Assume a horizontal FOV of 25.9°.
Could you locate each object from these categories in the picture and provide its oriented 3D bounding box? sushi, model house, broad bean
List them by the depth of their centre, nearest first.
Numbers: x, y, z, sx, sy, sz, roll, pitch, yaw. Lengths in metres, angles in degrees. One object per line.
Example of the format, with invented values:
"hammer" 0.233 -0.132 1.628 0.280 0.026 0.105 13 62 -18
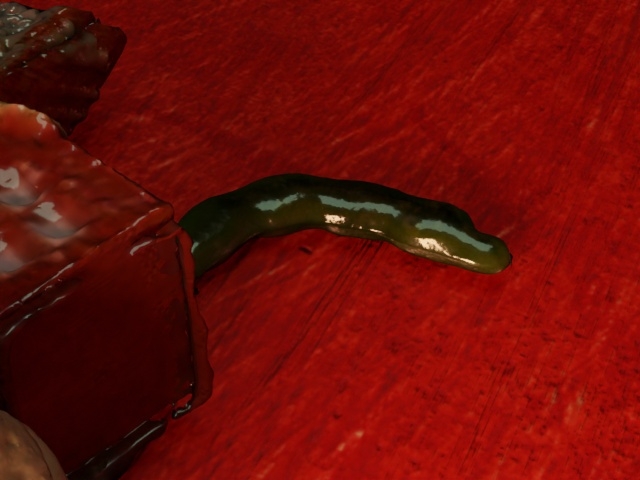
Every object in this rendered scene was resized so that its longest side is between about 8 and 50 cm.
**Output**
"model house" -0.209 0.026 0.925 0.160 0.196 0.254 -34 54 -25
"broad bean" 0.000 0.000 1.114 0.291 0.049 0.144 -10 50 -16
"sushi" -0.313 -0.111 1.132 0.130 0.124 0.332 33 45 32

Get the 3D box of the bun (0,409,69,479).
"bun" -0.239 0.214 0.681 0.281 0.281 0.205 -3 60 -12
